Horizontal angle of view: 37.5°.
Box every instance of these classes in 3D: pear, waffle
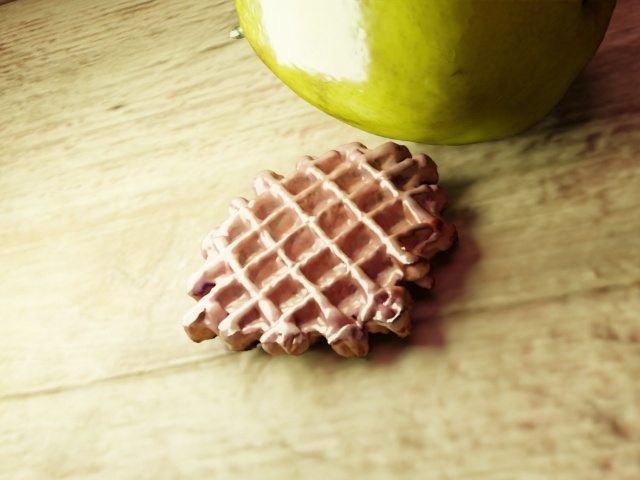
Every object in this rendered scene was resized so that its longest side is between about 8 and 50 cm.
[{"bbox_3d":[0.071,-0.212,0.790,0.375,0.287,0.287,-4,42,34],"label":"pear"},{"bbox_3d":[0.000,0.000,0.765,0.221,0.055,0.234,-1,43,26],"label":"waffle"}]
